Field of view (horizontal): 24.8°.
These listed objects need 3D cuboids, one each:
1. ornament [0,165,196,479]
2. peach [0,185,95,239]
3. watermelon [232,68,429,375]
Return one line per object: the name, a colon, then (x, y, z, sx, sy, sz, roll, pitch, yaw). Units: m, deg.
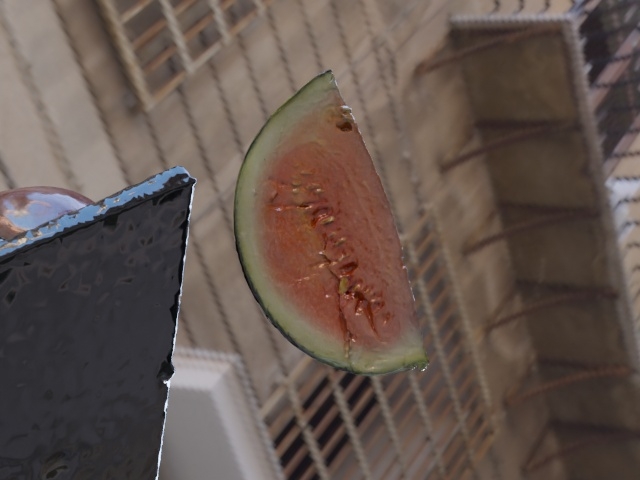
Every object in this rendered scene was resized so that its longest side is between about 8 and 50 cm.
ornament: (-0.168, 0.021, 0.516, 0.196, 0.153, 0.166, 37, -46, 31)
peach: (-0.200, 0.030, 1.036, 0.152, 0.152, 0.152, 20, -46, 22)
watermelon: (-0.013, 0.004, 0.762, 0.087, 0.069, 0.163, -23, -96, 48)
